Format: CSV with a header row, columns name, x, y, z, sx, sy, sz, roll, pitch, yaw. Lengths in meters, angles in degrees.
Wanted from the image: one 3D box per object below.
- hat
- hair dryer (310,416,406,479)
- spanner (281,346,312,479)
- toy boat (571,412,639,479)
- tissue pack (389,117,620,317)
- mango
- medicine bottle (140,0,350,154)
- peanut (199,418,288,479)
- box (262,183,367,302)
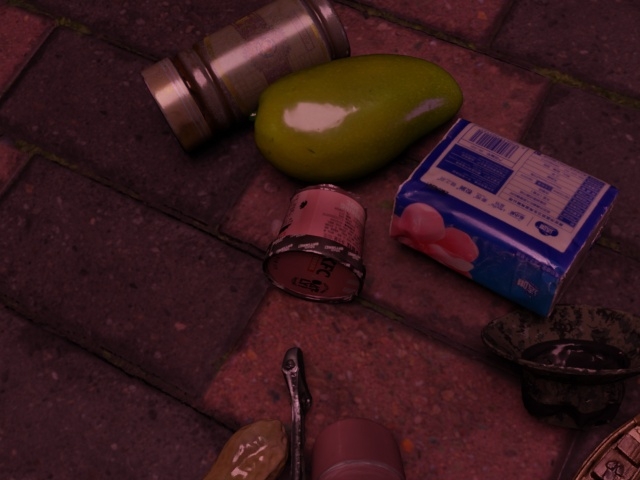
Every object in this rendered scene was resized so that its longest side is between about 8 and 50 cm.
name,x,y,z,sx,sy,sz,roll,pitch,yaw
hat,0.339,0.180,1.146,0.265,0.265,0.128,1,105,8
hair dryer,0.160,0.342,1.080,0.352,0.210,0.125,10,107,-3
spanner,-0.031,0.292,1.152,0.026,0.093,0.325,-8,55,11
toy boat,0.385,0.301,1.124,0.064,0.072,0.206,41,77,20
tissue pack,0.267,-0.036,1.253,0.269,0.137,0.209,27,59,21
mango,0.062,-0.197,1.345,0.343,0.156,0.192,-16,79,-6
medicine bottle,-0.120,-0.286,1.410,0.322,0.151,0.151,-30,66,-6
peanut,-0.119,0.333,1.160,0.090,0.098,0.214,30,71,16
box,0.000,0.000,1.272,0.151,0.151,0.135,6,59,10
